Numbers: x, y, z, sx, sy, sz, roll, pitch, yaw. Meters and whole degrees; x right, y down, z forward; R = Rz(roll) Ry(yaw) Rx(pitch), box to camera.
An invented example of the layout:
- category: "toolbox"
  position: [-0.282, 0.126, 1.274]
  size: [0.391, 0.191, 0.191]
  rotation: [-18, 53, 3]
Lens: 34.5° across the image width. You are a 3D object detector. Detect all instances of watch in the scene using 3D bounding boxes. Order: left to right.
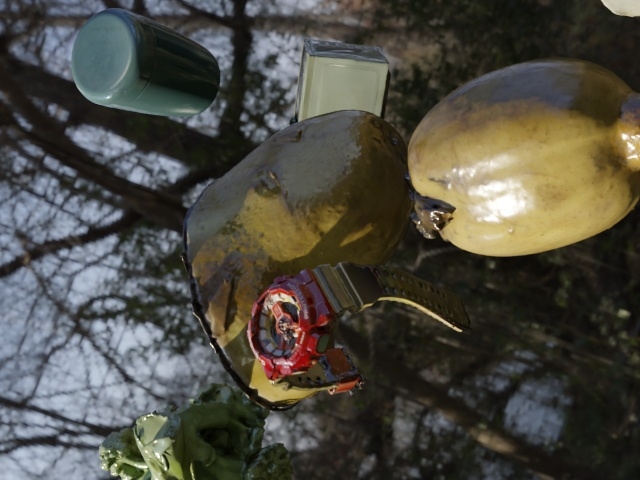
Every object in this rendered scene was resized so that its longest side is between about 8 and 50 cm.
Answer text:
- category: "watch"
  position: [0.042, 0.101, 1.121]
  size: [0.165, 0.102, 0.268]
  rotation: [-42, -34, 21]

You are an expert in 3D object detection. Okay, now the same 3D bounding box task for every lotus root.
- category: "lotus root"
  position: [0.222, -0.083, 0.970]
  size: [0.310, 0.183, 0.182]
  rotation: [-14, 43, 44]

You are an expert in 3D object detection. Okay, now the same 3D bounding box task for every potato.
- category: "potato"
  position: [0.000, 0.000, 1.460]
  size: [0.296, 0.290, 0.397]
  rotation: [-27, 45, 28]

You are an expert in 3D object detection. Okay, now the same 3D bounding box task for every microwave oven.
- category: "microwave oven"
  position: [0.030, -0.243, 1.838]
  size: [0.129, 0.163, 0.204]
  rotation: [-105, 22, -64]

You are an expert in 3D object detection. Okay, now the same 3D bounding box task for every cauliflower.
- category: "cauliflower"
  position: [-0.198, 0.326, 1.508]
  size: [0.327, 0.260, 0.281]
  rotation: [-53, -56, -33]

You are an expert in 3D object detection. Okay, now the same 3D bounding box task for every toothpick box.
- category: "toothpick box"
  position: [-0.217, -0.219, 1.325]
  size: [0.184, 0.120, 0.120]
  rotation: [8, -77, -58]

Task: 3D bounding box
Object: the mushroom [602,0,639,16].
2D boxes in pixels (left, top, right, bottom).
- category: "mushroom"
  position: [0.212, -0.288, 0.514]
  size: [0.159, 0.122, 0.328]
  rotation: [-13, 59, 63]
